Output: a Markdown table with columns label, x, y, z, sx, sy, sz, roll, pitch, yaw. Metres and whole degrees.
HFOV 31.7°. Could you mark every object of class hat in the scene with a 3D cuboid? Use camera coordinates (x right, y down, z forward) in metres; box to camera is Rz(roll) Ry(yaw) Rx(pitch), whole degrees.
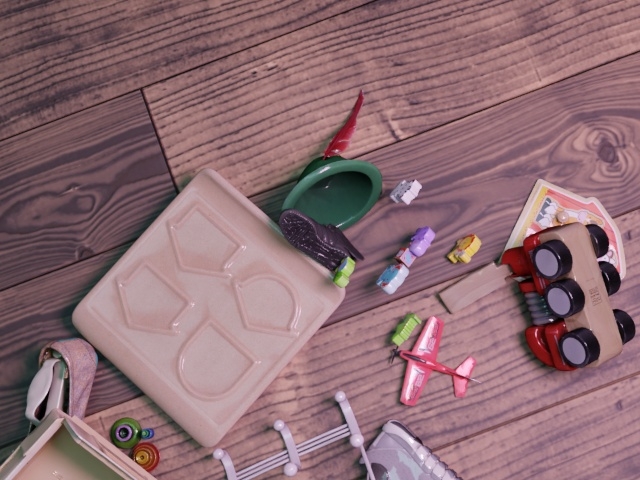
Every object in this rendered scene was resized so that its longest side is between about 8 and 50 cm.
| label | x | y | z | sx | sy | sz | roll | pitch | yaw |
| --- | --- | --- | --- | --- | --- | --- | --- | --- | --- |
| hat | -0.006 | -0.127 | 1.862 | 0.208 | 0.173 | 0.183 | -4 | 48 | -34 |

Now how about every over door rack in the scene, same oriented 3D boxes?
| label | x | y | z | sx | sy | sz | roll | pitch | yaw |
| --- | --- | --- | --- | --- | --- | --- | --- | --- | --- |
| over door rack | -0.019 | 0.399 | 1.693 | 0.239 | 0.108 | 0.324 | -25 | 50 | 3 |

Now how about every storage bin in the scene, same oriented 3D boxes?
| label | x | y | z | sx | sy | sz | roll | pitch | yaw |
| --- | --- | --- | --- | --- | --- | --- | --- | --- | --- |
| storage bin | -0.383 | 0.435 | 1.709 | 0.262 | 0.123 | 0.260 | -48 | 113 | -5 |

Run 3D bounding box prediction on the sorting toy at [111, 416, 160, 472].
| label | x | y | z | sx | sy | sz | roll | pitch | yaw |
| --- | --- | --- | --- | --- | --- | --- | --- | --- | --- |
| sorting toy | -0.297 | 0.326 | 1.819 | 0.061 | 0.042 | 0.102 | -43 | 80 | -4 |

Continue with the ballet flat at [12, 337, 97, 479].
| label | x | y | z | sx | sy | sz | roll | pitch | yaw |
| --- | --- | --- | --- | --- | --- | --- | --- | --- | --- |
| ballet flat | -0.436 | 0.308 | 1.795 | 0.107 | 0.106 | 0.316 | -1 | 77 | 26 |

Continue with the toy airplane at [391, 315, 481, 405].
| label | x | y | z | sx | sy | sz | roll | pitch | yaw |
| --- | --- | --- | --- | --- | --- | --- | --- | --- | --- |
| toy airplane | 0.188 | 0.201 | 1.819 | 0.151 | 0.028 | 0.151 | -1 | 81 | 4 |

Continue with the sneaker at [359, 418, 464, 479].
| label | x | y | z | sx | sy | sz | roll | pitch | yaw |
| --- | --- | --- | --- | --- | --- | --- | --- | --- | --- |
| sneaker | 0.153 | 0.400 | 1.765 | 0.228 | 0.086 | 0.132 | 43 | 90 | 20 |

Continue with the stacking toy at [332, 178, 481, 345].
| label | x | y | z | sx | sy | sz | roll | pitch | yaw |
| --- | --- | --- | --- | --- | --- | --- | --- | --- | --- |
| stacking toy | 0.138 | 0.033 | 1.788 | 0.167 | 0.052 | 0.221 | 43 | 75 | -22 |

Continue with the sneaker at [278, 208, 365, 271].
| label | x | y | z | sx | sy | sz | roll | pitch | yaw |
| --- | --- | --- | --- | --- | --- | --- | --- | --- | --- |
| sneaker | 0.002 | -0.002 | 1.805 | 0.170 | 0.089 | 0.051 | 39 | 107 | -15 |

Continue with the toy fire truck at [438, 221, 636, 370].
| label | x | y | z | sx | sy | sz | roll | pitch | yaw |
| --- | --- | --- | --- | --- | --- | --- | --- | --- | --- |
| toy fire truck | 0.334 | 0.099 | 1.780 | 0.158 | 0.246 | 0.217 | -21 | 95 | -34 |

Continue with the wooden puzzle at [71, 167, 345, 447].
| label | x | y | z | sx | sy | sz | roll | pitch | yaw |
| --- | --- | --- | --- | --- | --- | --- | --- | --- | --- |
| wooden puzzle | -0.181 | 0.108 | 1.839 | 0.322 | 0.080 | 0.348 | 41 | 89 | 10 |

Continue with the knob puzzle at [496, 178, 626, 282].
| label | x | y | z | sx | sy | sz | roll | pitch | yaw |
| --- | --- | --- | --- | --- | --- | --- | --- | --- | --- |
| knob puzzle | 0.409 | 0.013 | 1.839 | 0.213 | 0.030 | 0.213 | -1 | 79 | 3 |
